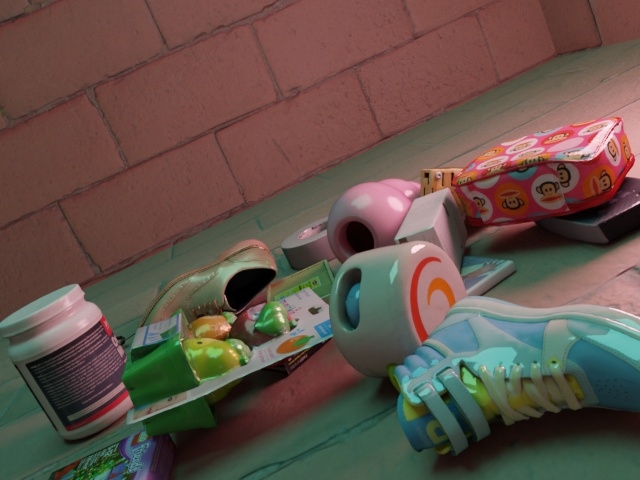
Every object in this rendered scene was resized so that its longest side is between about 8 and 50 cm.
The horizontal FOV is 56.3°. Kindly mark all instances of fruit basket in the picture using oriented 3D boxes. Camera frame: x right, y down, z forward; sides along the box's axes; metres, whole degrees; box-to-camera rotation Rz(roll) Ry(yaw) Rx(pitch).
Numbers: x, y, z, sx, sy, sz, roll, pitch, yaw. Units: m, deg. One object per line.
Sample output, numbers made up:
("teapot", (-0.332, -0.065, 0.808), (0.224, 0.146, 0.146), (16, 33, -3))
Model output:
("fruit basket", (-0.153, 0.169, 1.016), (0.353, 0.165, 0.327), (-28, 11, -8))

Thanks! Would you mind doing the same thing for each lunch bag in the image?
("lunch bag", (0.422, -0.140, 1.134), (0.293, 0.120, 0.258), (-9, 24, 46))

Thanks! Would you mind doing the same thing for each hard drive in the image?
("hard drive", (0.499, -0.062, 1.097), (0.172, 0.054, 0.255), (-26, 14, -5))

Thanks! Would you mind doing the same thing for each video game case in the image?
("video game case", (0.222, 0.086, 1.094), (0.201, 0.023, 0.183), (-30, 15, -21))

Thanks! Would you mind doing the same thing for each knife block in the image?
("knife block", (0.311, -0.126, 1.393), (0.275, 0.088, 0.242), (-2, 9, -18))

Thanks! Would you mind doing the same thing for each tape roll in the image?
("tape roll", (0.000, 0.000, 1.690), (0.219, 0.072, 0.219), (-24, 14, 7))

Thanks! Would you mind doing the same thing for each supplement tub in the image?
("supplement tub", (-0.509, 0.247, 1.229), (0.191, 0.272, 0.191), (-23, 14, 6))

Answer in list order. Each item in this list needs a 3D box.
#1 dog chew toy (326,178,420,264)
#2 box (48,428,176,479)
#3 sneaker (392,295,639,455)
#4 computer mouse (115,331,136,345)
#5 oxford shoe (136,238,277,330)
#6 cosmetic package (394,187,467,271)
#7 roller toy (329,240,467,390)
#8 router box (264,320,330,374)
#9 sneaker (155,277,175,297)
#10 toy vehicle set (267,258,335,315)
("dog chew toy", (0.157, -0.048, 1.361), (0.206, 0.207, 0.332), (-15, 9, 35))
("box", (-0.321, 0.387, 0.838), (0.200, 0.057, 0.293), (-24, 14, -2))
("sneaker", (0.206, 0.166, 0.637), (0.208, 0.127, 0.319), (-36, 14, -25))
("computer mouse", (-0.508, 0.271, 1.654), (0.242, 0.041, 0.071), (-27, 30, 12))
("oxford shoe", (-0.282, 0.147, 1.482), (0.397, 0.140, 0.146), (-39, 31, -4))
("cosmetic package", (0.219, -0.007, 1.149), (0.085, 0.117, 0.231), (-20, 16, 24))
("roller toy", (0.113, 0.101, 0.871), (0.146, 0.191, 0.209), (-14, 18, 41))
("router box", (-0.051, 0.197, 1.119), (0.122, 0.038, 0.092), (-36, 18, -36))
("sneaker", (-0.407, 0.182, 1.699), (0.130, 0.109, 0.286), (-42, 12, -22))
("toy vehicle set", (-0.041, 0.125, 1.375), (0.166, 0.035, 0.267), (-25, 14, 1))
